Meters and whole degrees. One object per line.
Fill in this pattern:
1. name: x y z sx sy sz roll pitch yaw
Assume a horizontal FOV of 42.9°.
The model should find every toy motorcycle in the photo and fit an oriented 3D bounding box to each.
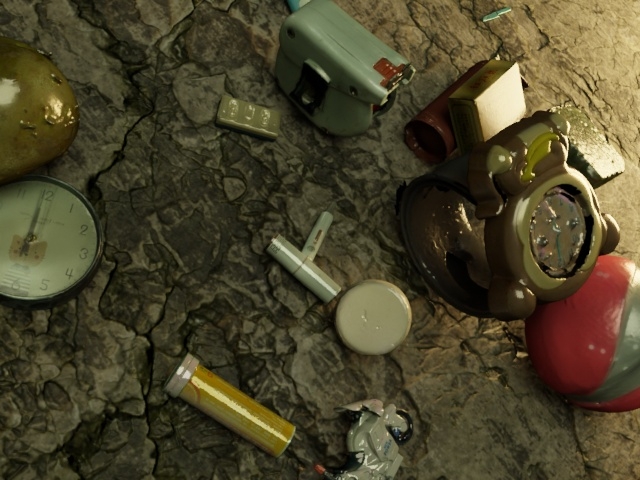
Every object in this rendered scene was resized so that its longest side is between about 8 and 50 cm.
1. toy motorcycle: 0.064 0.353 1.348 0.150 0.102 0.221 40 61 -16

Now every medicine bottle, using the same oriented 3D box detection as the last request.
1. medicine bottle: -0.145 0.269 1.317 0.218 0.074 0.074 34 63 -7

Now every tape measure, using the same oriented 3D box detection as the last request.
1. tape measure: 0.028 -0.303 1.499 0.243 0.246 0.125 43 61 11

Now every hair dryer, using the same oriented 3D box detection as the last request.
1. hair dryer: 0.007 0.004 1.492 0.155 0.044 0.183 43 59 -3

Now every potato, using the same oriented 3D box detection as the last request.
1. potato: -0.559 -0.179 1.246 0.359 0.270 0.219 -27 125 -13

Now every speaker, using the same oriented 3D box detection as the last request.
1. speaker: 0.524 0.168 1.514 0.294 0.294 0.294 7 68 -18

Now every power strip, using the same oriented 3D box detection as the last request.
1. power strip: -0.134 -0.229 1.530 0.123 0.032 0.056 15 67 -15

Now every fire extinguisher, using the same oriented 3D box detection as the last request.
1. fire extinguisher: 0.323 -0.275 1.684 0.337 0.106 0.147 -41 116 -28

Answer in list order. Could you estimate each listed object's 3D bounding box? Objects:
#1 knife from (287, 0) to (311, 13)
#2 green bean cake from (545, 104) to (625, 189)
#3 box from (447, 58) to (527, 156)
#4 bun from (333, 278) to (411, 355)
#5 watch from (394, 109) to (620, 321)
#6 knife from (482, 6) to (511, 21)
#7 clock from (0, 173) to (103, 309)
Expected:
1. knife: -0.049 -0.518 1.673 0.064 0.031 0.222 -16 73 -21
2. green bean cake: 0.529 -0.190 1.697 0.183 0.094 0.185 -19 75 -50
3. box: 0.341 -0.214 1.604 0.159 0.071 0.240 -43 130 -30
4. bun: 0.096 0.134 1.446 0.138 0.094 0.138 0 91 13
5. watch: 0.298 -0.042 1.443 0.314 0.327 0.335 -31 110 -29
6. knife: 0.400 -0.513 1.848 0.091 0.005 0.014 -27 79 -26
7. clock: -0.464 -0.001 1.315 0.226 0.049 0.226 7 69 -17
